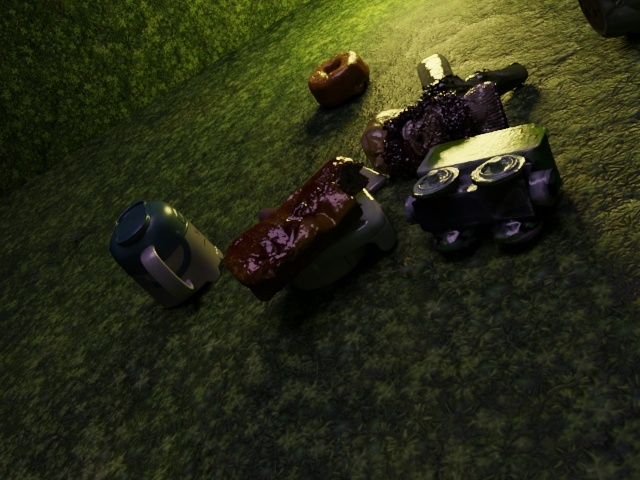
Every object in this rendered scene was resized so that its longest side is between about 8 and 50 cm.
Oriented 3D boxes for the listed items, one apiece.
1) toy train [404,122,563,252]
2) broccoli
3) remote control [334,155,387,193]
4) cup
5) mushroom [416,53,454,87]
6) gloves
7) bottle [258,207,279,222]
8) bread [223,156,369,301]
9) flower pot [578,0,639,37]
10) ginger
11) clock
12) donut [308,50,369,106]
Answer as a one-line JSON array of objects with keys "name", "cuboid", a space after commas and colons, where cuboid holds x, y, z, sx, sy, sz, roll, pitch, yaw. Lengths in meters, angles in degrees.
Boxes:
[{"name": "toy train", "cuboid": [0.332, -0.108, 1.304, 0.307, 0.173, 0.249, -9, 30, 38]}, {"name": "broccoli", "cuboid": [0.405, -0.378, 1.654, 0.304, 0.164, 0.145, -29, -4, -16]}, {"name": "remote control", "cuboid": [0.094, -0.178, 1.767, 0.067, 0.029, 0.261, -39, 33, -10]}, {"name": "cup", "cuboid": [-0.416, 0.045, 1.728, 0.219, 0.257, 0.289, -39, 30, 3]}, {"name": "mushroom", "cuboid": [0.343, -0.466, 1.881, 0.100, 0.081, 0.312, -23, 28, 14]}, {"name": "gloves", "cuboid": [0.287, -0.241, 1.501, 0.313, 0.210, 0.135, -12, 12, 0]}, {"name": "bottle", "cuboid": [-0.114, -0.059, 1.770, 0.053, 0.053, 0.140, -48, 33, -21]}, {"name": "bread", "cuboid": [-0.035, -0.037, 1.399, 0.380, 0.109, 0.185, -42, 31, -13]}, {"name": "flower pot", "cuboid": [0.736, -0.617, 1.551, 0.195, 0.246, 0.246, -28, 31, 12]}, {"name": "ginger", "cuboid": [0.191, -0.270, 1.692, 0.152, 0.138, 0.267, 10, 46, 45]}, {"name": "clock", "cuboid": [0.000, 0.000, 1.522, 0.324, 0.108, 0.265, -33, 32, 5]}, {"name": "donut", "cuboid": [0.064, -0.560, 2.249, 0.227, 0.113, 0.226, -26, 32, 18]}]
